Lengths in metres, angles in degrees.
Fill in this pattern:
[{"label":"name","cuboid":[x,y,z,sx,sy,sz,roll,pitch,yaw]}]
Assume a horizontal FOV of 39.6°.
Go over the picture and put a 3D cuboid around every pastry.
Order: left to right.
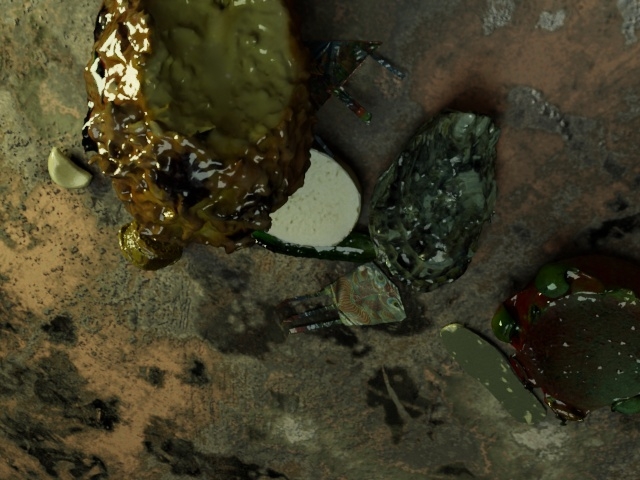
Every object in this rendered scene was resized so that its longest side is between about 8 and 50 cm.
[{"label":"pastry","cuboid":[-0.281,0.003,1.482,0.109,0.097,0.057,39,127,-11]},{"label":"pastry","cuboid":[-0.168,-0.180,1.167,0.292,0.405,0.337,-5,165,-20]}]

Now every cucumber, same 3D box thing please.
[{"label":"cucumber","cuboid":[0.000,0.000,1.406,0.227,0.069,0.069,9,127,9]}]

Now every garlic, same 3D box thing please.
[{"label":"garlic","cuboid":[-0.422,-0.115,1.488,0.083,0.041,0.053,35,115,-17]}]

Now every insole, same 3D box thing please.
[{"label":"insole","cuboid":[0.293,0.225,1.494,0.081,0.011,0.248,-30,111,36]}]

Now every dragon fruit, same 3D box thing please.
[{"label":"dragon fruit","cuboid":[0.396,0.133,1.315,0.268,0.130,0.295,-13,119,27]}]

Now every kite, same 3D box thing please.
[{"label":"kite","cuboid":[0.014,-0.221,1.249,0.160,0.010,0.183,45,112,3]},{"label":"kite","cuboid":[0.027,0.105,1.503,0.229,0.016,0.127,-15,115,24]}]

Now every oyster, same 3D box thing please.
[{"label":"oyster","cuboid":[0.166,-0.066,1.257,0.162,0.158,0.351,-8,143,-17]}]

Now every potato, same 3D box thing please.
[{"label":"potato","cuboid":[-0.031,-0.076,1.349,0.200,0.081,0.164,23,113,0]}]
